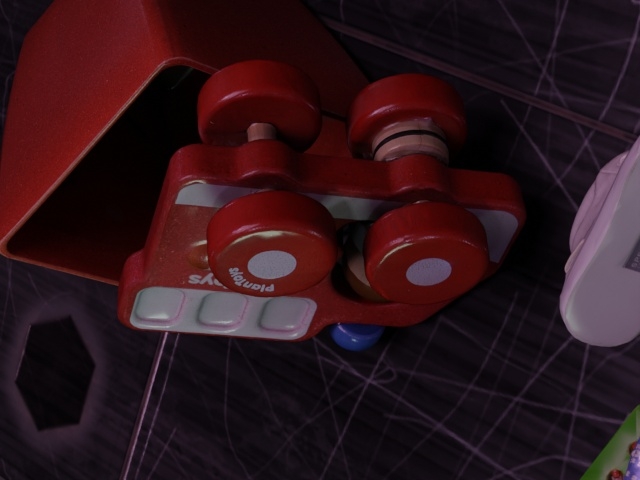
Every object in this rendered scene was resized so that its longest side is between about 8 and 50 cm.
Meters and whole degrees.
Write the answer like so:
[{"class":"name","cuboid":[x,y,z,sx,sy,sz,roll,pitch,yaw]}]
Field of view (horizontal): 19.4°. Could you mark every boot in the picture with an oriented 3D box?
[{"class":"boot","cuboid":[0.249,-0.048,1.390,0.123,0.095,0.258,-83,19,-53]}]

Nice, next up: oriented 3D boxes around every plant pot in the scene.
[{"class":"plant pot","cuboid":[-0.129,-0.128,1.678,0.267,0.267,0.235,-43,48,32]}]

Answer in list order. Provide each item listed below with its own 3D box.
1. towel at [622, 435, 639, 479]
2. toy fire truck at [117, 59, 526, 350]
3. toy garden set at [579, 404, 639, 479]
[{"class":"towel","cuboid":[0.374,0.080,1.297,0.243,0.040,0.336,27,94,31]},{"class":"toy fire truck","cuboid":[0.000,0.000,1.539,0.254,0.302,0.169,115,154,-51]},{"class":"toy garden set","cuboid":[0.322,0.199,1.345,0.244,0.049,0.204,42,101,31]}]
